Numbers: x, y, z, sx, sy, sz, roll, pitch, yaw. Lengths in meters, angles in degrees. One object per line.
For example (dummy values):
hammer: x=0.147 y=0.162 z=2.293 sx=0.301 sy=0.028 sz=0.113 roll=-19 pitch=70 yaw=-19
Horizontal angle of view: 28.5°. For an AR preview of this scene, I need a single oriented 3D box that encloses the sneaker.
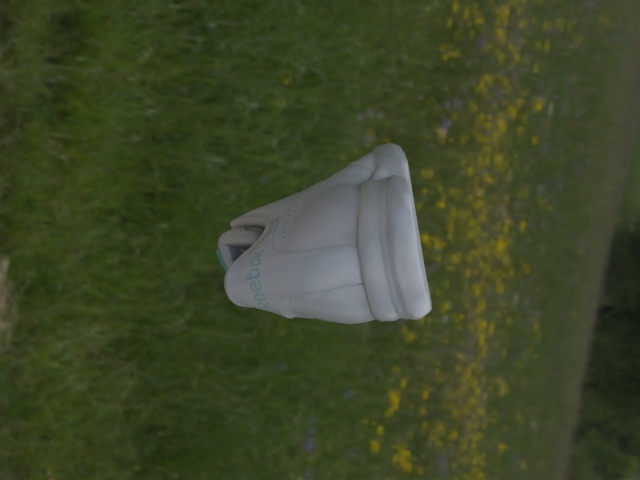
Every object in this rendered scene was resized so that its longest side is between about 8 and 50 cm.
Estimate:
sneaker: x=0.000 y=0.000 z=0.591 sx=0.212 sy=0.094 sz=0.080 roll=-31 pitch=111 yaw=-85
